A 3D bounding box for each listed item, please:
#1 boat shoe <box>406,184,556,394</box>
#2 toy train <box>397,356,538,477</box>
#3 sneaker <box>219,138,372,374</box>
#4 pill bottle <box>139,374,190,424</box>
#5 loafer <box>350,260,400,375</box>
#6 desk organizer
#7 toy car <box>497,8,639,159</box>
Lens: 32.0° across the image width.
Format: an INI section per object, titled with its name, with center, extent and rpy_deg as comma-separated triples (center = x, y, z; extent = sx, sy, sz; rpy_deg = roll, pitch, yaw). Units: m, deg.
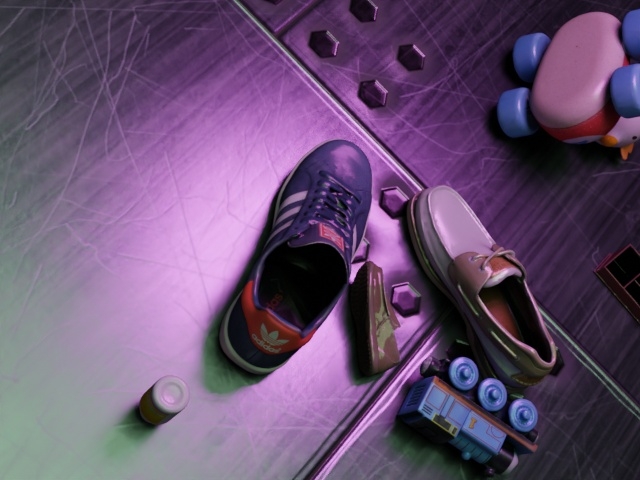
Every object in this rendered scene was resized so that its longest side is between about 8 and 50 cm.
[boat shoe]
center = 0.223, 0.051, 1.484
extent = 0.113, 0.103, 0.302
rpy_deg = -23, 80, -31
[toy train]
center = 0.192, 0.225, 1.417
extent = 0.184, 0.080, 0.105
rpy_deg = 36, 68, -10
[sneaker]
center = 0.000, 0.000, 1.375
extent = 0.131, 0.148, 0.350
rpy_deg = 29, 60, -12
[pill bottle]
center = -0.178, 0.182, 1.253
extent = 0.043, 0.083, 0.043
rpy_deg = 10, 65, -21
[loafer]
center = 0.072, 0.100, 1.426
extent = 0.050, 0.056, 0.148
rpy_deg = 4, 78, -25
[desk organizer]
center = 0.466, 0.072, 1.621
extent = 0.130, 0.050, 0.047
rpy_deg = 49, 58, 0
[toy car]
center = 0.424, -0.195, 1.659
extent = 0.238, 0.219, 0.210
rpy_deg = 44, 53, -37
